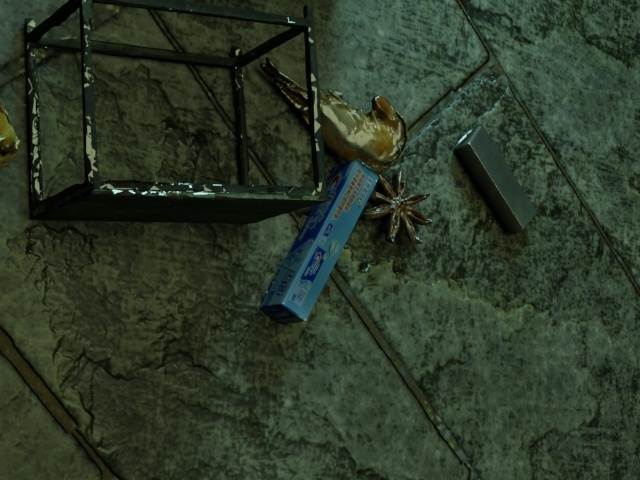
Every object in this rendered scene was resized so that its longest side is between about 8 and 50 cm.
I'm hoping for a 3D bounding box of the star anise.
[{"bbox_3d":[0.122,-0.050,1.721,0.141,0.042,0.141,10,69,-28],"label":"star anise"}]

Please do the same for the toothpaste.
[{"bbox_3d":[0.000,0.000,1.619,0.053,0.066,0.272,38,63,-21],"label":"toothpaste"}]

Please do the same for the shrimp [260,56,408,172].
[{"bbox_3d":[0.024,-0.211,1.671,0.262,0.066,0.117,43,77,-15],"label":"shrimp"}]

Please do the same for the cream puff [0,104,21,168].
[{"bbox_3d":[-0.442,-0.134,1.331,0.133,0.104,0.119,22,38,-36],"label":"cream puff"}]

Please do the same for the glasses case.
[{"bbox_3d":[0.303,-0.103,1.851,0.072,0.042,0.190,-44,106,-38],"label":"glasses case"}]

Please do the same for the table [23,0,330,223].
[{"bbox_3d":[-0.194,-0.172,1.431,0.335,0.222,0.272,0,83,-34],"label":"table"}]
